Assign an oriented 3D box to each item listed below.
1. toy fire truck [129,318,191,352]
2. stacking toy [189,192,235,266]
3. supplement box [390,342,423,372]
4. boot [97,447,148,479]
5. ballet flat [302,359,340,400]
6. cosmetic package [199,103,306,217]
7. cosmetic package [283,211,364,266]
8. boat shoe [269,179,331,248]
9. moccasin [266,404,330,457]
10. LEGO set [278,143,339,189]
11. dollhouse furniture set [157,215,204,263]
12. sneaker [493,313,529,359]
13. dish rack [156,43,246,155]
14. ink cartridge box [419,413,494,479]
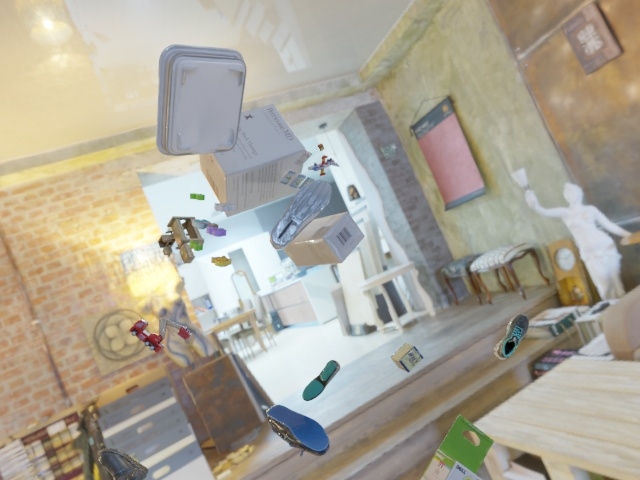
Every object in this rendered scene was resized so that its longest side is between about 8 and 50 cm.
[{"bbox_3d":[-0.596,0.341,1.675,0.135,0.192,0.047,-52,-4,-11],"label":"toy fire truck"},{"bbox_3d":[-0.315,-0.035,1.251,0.052,0.166,0.221,-6,19,-43],"label":"stacking toy"},{"bbox_3d":[0.320,0.433,1.666,0.083,0.056,0.083,-40,7,-14],"label":"supplement box"},{"bbox_3d":[-0.648,0.769,1.397,0.076,0.190,0.208,-59,6,21],"label":"boot"},{"bbox_3d":[0.010,0.604,1.921,0.213,0.072,0.068,-49,-34,-4],"label":"ballet flat"},{"bbox_3d":[-0.332,-0.378,2.129,0.394,0.329,0.327,-24,-25,-22],"label":"cosmetic package"},{"bbox_3d":[0.000,0.000,2.074,0.197,0.155,0.366,-47,20,-28],"label":"cosmetic package"},{"bbox_3d":[-0.077,-0.091,1.567,0.302,0.109,0.094,-48,2,-18],"label":"boat shoe"},{"bbox_3d":[-0.086,0.794,1.858,0.138,0.116,0.342,-19,23,-37],"label":"moccasin"},{"bbox_3d":[-0.039,-0.304,1.935,0.244,0.060,0.183,-45,-32,23],"label":"LEGO set"},{"bbox_3d":[-0.500,0.030,1.652,0.101,0.181,0.161,-2,-35,-45],"label":"dollhouse furniture set"},{"bbox_3d":[0.626,0.314,1.449,0.166,0.065,0.076,-61,-12,-2],"label":"sneaker"},{"bbox_3d":[-0.349,-0.409,1.371,0.286,0.072,0.332,-18,-46,-43],"label":"dish rack"},{"bbox_3d":[0.448,0.703,1.383,0.255,0.189,0.097,-54,17,-13],"label":"ink cartridge box"}]
